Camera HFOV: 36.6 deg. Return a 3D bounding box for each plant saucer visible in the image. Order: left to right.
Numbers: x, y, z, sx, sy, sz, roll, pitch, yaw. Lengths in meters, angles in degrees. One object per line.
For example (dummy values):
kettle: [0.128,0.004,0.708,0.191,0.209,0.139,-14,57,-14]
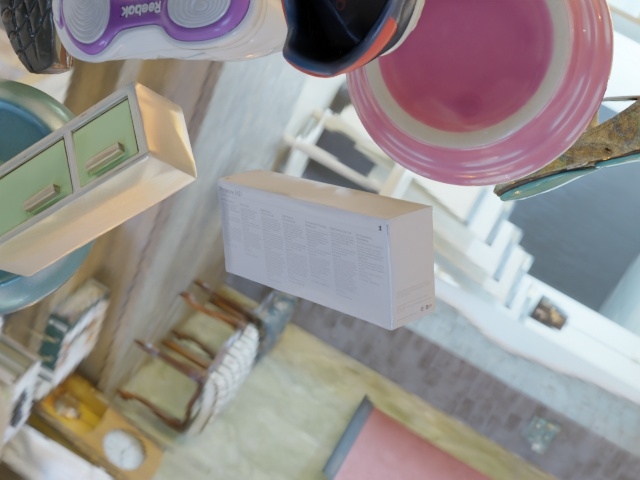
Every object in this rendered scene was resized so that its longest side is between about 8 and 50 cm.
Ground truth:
plant saucer: [-0.442,-0.060,1.254,0.317,0.318,0.044,-60,179,-5]
plant saucer: [0.180,-0.232,1.170,0.332,0.332,0.084,-61,163,10]

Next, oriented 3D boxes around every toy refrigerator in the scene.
toy refrigerator: [-0.281,-0.066,1.107,0.270,0.102,0.094,-26,153,23]

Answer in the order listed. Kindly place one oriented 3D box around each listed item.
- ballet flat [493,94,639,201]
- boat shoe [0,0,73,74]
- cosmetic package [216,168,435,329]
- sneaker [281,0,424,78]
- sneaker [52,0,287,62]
ballet flat: [0.401,-0.148,1.460,0.349,0.123,0.123,-17,-148,49]
boat shoe: [-0.374,-0.396,1.347,0.120,0.123,0.323,-11,98,-50]
cosmetic package: [0.000,0.000,0.885,0.060,0.239,0.098,-20,114,-37]
sneaker: [0.029,-0.276,0.695,0.148,0.131,0.350,-49,149,-47]
sneaker: [-0.159,-0.230,1.033,0.152,0.305,0.114,7,95,-57]
